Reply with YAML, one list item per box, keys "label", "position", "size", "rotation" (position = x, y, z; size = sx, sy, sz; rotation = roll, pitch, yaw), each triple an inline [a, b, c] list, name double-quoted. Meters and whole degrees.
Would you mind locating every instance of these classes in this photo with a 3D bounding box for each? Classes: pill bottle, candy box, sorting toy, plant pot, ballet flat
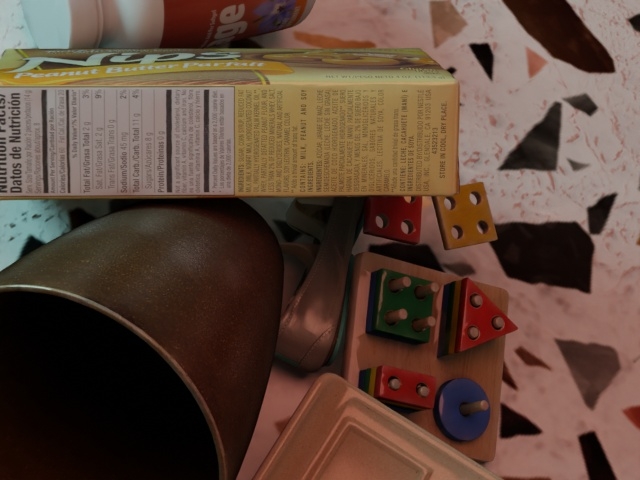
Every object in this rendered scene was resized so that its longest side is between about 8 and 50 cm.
- label: "pill bottle"
  position: [-0.119, -0.205, 1.404]
  size: [0.216, 0.121, 0.121]
  rotation: [-17, 66, -28]
- label: "candy box"
  position: [-0.072, -0.086, 1.263]
  size: [0.316, 0.183, 0.087]
  rotation: [-1, 102, -5]
- label: "sorting toy"
  position: [0.038, 0.221, 1.206]
  size: [0.208, 0.038, 0.193]
  rotation: [33, 77, -2]
- label: "plant pot"
  position: [-0.116, 0.065, 1.196]
  size: [0.215, 0.215, 0.230]
  rotation: [33, 37, 2]
- label: "sorting toy"
  position: [0.085, 0.074, 1.301]
  size: [0.132, 0.046, 0.274]
  rotation: [16, 71, -27]
- label: "ballet flat"
  position: [0.000, 0.000, 1.345]
  size: [0.068, 0.072, 0.213]
  rotation: [20, 54, -6]
